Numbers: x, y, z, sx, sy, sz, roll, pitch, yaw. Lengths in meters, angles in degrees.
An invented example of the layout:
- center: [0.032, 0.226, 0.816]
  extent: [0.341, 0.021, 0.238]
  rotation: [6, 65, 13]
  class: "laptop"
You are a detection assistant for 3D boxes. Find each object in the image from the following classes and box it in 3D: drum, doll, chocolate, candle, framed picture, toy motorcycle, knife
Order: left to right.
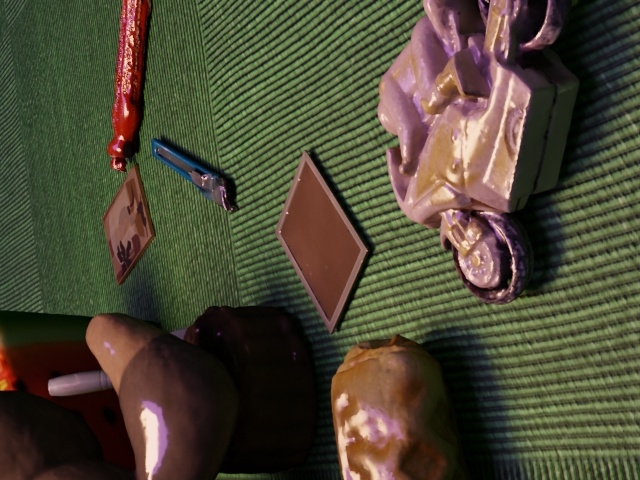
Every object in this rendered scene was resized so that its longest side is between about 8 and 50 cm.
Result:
- center: [-0.303, 0.254, 1.425]
  extent: [0.382, 0.378, 0.252]
  rotation: [40, 164, 25]
  class: "doll"
- center: [-0.364, 0.275, 1.752]
  extent: [0.161, 0.360, 0.341]
  rotation: [-51, 50, 31]
  class: "chocolate"
- center: [-0.335, -0.024, 1.975]
  extent: [0.201, 0.010, 0.136]
  rotation: [-46, 56, 53]
  class: "framed picture"
- center: [-0.310, -0.268, 1.861]
  extent: [0.051, 0.048, 0.329]
  rotation: [16, 114, 15]
  class: "candle"
- center: [-0.258, 0.176, 1.650]
  extent: [0.049, 0.253, 0.130]
  rotation: [87, -170, -59]
  class: "drum"
- center: [-0.196, -0.102, 1.705]
  extent: [0.296, 0.026, 0.044]
  rotation: [31, 132, 54]
  class: "knife"
- center: [0.000, 0.000, 1.389]
  extent: [0.183, 0.011, 0.142]
  rotation: [59, 142, 38]
  class: "framed picture"
- center: [0.133, -0.121, 1.042]
  extent: [0.223, 0.108, 0.341]
  rotation: [39, 134, 44]
  class: "toy motorcycle"

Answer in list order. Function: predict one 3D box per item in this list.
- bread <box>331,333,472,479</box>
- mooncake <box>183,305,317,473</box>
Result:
- center: [0.086, 0.228, 1.157]
  extent: [0.152, 0.130, 0.268]
  rotation: [141, 120, -61]
  class: "bread"
- center: [-0.105, 0.196, 1.492]
  extent: [0.228, 0.124, 0.228]
  rotation: [8, 99, 59]
  class: "mooncake"
